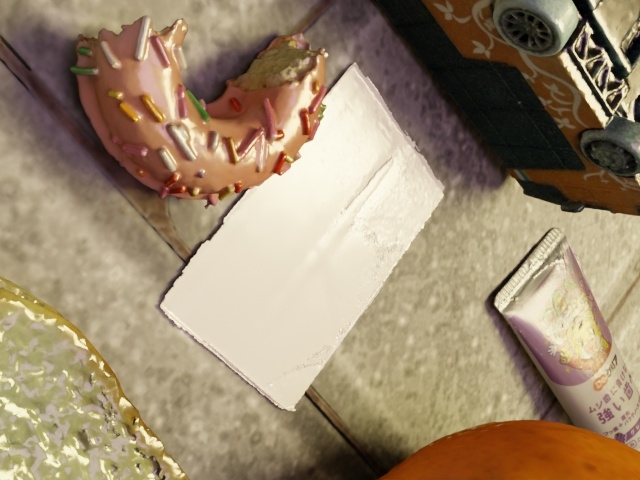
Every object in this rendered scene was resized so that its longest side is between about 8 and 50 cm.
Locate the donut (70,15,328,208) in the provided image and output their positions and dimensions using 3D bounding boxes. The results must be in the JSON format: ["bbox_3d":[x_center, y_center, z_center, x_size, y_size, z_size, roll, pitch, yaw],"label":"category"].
[{"bbox_3d":[-0.064,-0.074,0.470,0.166,0.065,0.117,-9,106,-34],"label":"donut"}]

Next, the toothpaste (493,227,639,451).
[{"bbox_3d":[0.273,0.133,0.787,0.114,0.073,0.299,-44,116,-22],"label":"toothpaste"}]

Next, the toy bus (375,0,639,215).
[{"bbox_3d":[0.179,-0.145,0.579,0.275,0.167,0.138,42,75,-32],"label":"toy bus"}]

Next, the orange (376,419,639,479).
[{"bbox_3d":[0.153,0.348,0.575,0.424,0.326,0.424,7,78,-36],"label":"orange"}]

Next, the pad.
[{"bbox_3d":[0.000,0.000,0.576,0.232,0.004,0.156,-53,126,-15],"label":"pad"}]

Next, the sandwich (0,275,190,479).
[{"bbox_3d":[-0.198,0.167,0.370,0.273,0.095,0.249,-48,122,-36],"label":"sandwich"}]
